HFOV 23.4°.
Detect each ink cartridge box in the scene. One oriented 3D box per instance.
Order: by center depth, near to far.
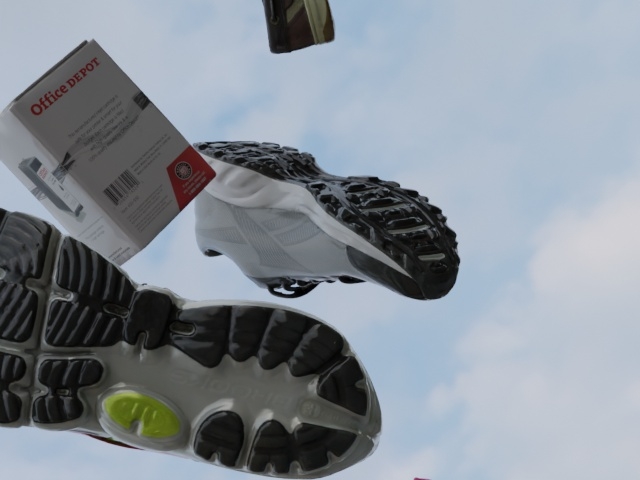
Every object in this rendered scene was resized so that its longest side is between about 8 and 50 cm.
[{"bbox_3d":[-0.157,-0.060,1.098,0.056,0.135,0.099,-33,12,48],"label":"ink cartridge box"}]

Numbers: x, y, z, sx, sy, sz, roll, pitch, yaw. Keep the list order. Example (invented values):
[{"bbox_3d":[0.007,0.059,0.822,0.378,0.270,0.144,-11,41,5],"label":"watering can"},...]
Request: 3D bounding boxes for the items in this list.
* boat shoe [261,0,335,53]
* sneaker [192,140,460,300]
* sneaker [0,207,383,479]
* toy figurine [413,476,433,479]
[{"bbox_3d":[-0.035,-0.189,0.959,0.049,0.152,0.056,-20,-9,-5],"label":"boat shoe"},{"bbox_3d":[0.000,0.000,1.186,0.100,0.271,0.108,-7,-69,-42],"label":"sneaker"},{"bbox_3d":[-0.102,0.067,0.806,0.118,0.279,0.107,64,-133,-73],"label":"sneaker"},{"bbox_3d":[0.055,0.266,1.334,0.173,0.130,0.159,-26,-8,36],"label":"toy figurine"}]
